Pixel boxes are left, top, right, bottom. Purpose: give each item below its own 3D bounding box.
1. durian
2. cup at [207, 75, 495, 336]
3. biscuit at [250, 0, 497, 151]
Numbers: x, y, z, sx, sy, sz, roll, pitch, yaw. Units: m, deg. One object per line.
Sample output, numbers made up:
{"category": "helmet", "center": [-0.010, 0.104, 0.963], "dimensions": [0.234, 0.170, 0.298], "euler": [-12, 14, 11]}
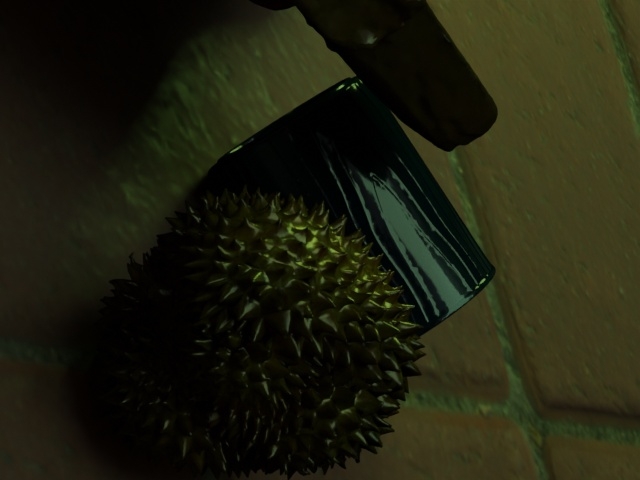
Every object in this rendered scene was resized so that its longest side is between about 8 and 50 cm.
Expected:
{"category": "durian", "center": [-0.033, 0.049, 0.888], "dimensions": [0.168, 0.158, 0.137], "euler": [32, 58, -42]}
{"category": "cup", "center": [0.009, -0.005, 1.024], "dimensions": [0.138, 0.113, 0.150], "euler": [57, 31, -6]}
{"category": "biscuit", "center": [-0.061, -0.231, 0.987], "dimensions": [0.368, 0.076, 0.394], "euler": [50, 8, -33]}
